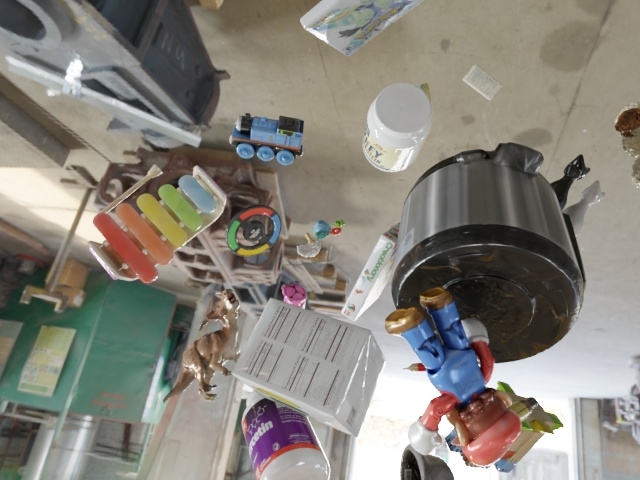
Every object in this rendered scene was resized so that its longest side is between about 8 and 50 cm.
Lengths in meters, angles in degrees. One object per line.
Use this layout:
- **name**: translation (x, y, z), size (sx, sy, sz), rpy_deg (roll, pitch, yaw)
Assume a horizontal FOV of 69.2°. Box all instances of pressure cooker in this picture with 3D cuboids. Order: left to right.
- **pressure cooker**: translation (0.354, 0.004, 1.036), size (0.369, 0.420, 0.376), rpy_deg (-20, 120, 28)

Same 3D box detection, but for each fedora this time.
- **fedora**: translation (0.323, 0.735, 1.374), size (0.124, 0.244, 0.275), rpy_deg (6, -177, -4)

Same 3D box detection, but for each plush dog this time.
- **plush dog**: translation (0.836, -0.252, 1.151), size (0.210, 0.225, 0.262), rpy_deg (-45, 158, 27)

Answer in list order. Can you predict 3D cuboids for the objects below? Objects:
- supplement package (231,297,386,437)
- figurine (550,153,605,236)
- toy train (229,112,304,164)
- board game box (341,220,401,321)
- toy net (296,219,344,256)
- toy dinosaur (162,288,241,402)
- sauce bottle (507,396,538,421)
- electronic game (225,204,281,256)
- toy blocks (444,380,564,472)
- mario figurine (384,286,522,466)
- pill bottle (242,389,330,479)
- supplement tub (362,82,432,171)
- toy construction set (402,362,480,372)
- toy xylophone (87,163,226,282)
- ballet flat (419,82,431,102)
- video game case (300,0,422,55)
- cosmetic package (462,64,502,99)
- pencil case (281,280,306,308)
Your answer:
- **supplement package**: translation (-0.018, 0.291, 1.072), size (0.262, 0.198, 0.199), rpy_deg (13, 152, 28)
- **figurine**: translation (0.802, -0.132, 1.475), size (0.215, 0.209, 0.092), rpy_deg (38, -178, -30)
- **toy train**: translation (-0.126, -0.250, 1.122), size (0.184, 0.080, 0.105), rpy_deg (9, 133, -6)
- **board game box**: translation (0.180, 0.087, 1.409), size (0.053, 0.193, 0.305), rpy_deg (34, 122, 17)
- **toy net**: translation (0.000, 0.000, 1.604), size (0.122, 0.232, 0.045), rpy_deg (7, 127, 22)
- **toy dinosaur**: translation (-0.284, 0.277, 1.184), size (0.200, 0.295, 0.127), rpy_deg (51, 178, 20)
- **sauce bottle**: translation (0.448, 0.384, 1.044), size (0.128, 0.042, 0.042), rpy_deg (-4, 170, -39)
- **electronic game**: translation (-0.253, -0.035, 1.775), size (0.229, 0.229, 0.048), rpy_deg (35, -170, -46)
- **toy blocks**: translation (0.528, 0.598, 1.448), size (0.381, 0.191, 0.261), rpy_deg (21, 112, -24)
- **mario figurine**: translation (0.231, 0.256, 0.848), size (0.198, 0.321, 0.170), rpy_deg (-26, -179, 17)
- **pill bottle**: translation (-0.108, 0.537, 1.257), size (0.181, 0.182, 0.323), rpy_deg (23, -169, -28)
- **supplement tub**: translation (0.288, -0.422, 1.763), size (0.235, 0.236, 0.325), rpy_deg (9, 166, 3)
- **toy construction set**: translation (0.317, 0.272, 1.315), size (0.237, 0.258, 0.308), rpy_deg (-22, -176, 43)
- **toy xylophone**: translation (-0.392, -0.055, 1.090), size (0.236, 0.323, 0.081), rpy_deg (38, 161, 8)
- **ballet flat**: translation (0.409, -0.486, 1.983), size (0.123, 0.349, 0.123), rpy_deg (22, -159, -9)
- **video game case**: translation (0.144, -0.630, 1.227), size (0.329, 0.036, 0.300), rpy_deg (-28, 175, 26)
- **cosmetic package**: translation (0.540, -0.527, 1.551), size (0.115, 0.041, 0.060), rpy_deg (35, 108, -9)
- **pencil case**: translation (-0.107, 0.254, 1.745), size (0.098, 0.095, 0.209), rpy_deg (18, 131, 11)
